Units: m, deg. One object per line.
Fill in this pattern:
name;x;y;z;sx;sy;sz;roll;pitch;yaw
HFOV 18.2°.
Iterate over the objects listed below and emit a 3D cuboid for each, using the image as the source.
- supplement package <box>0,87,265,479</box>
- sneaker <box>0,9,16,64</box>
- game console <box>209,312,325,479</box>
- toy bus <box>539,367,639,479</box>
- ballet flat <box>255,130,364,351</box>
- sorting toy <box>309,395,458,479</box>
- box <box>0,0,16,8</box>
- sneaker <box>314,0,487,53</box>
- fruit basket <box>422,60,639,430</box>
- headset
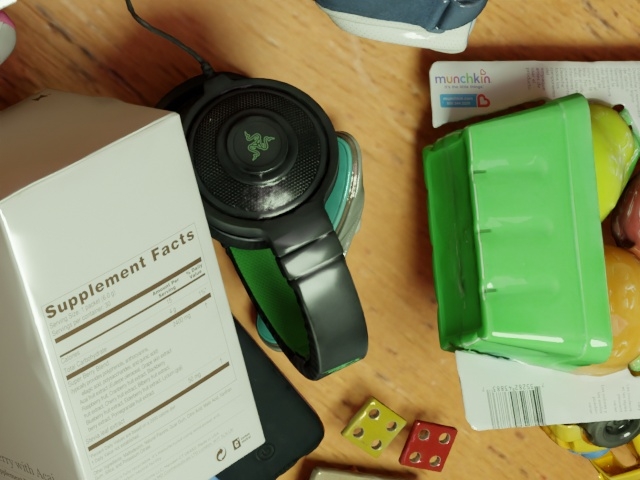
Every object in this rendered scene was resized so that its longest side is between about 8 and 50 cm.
supplement package;-0.191;0.054;1.554;0.175;0.177;0.293;-30;118;-34
sneaker;-0.322;-0.080;1.604;0.252;0.103;0.111;-47;126;10
game console;-0.224;0.190;1.778;0.386;0.060;0.342;-39;120;-1
toy bus;0.304;0.162;1.941;0.220;0.149;0.211;-18;134;-11
ballet flat;0.000;0.000;1.788;0.068;0.072;0.213;-2;117;-51
sorting toy;0.031;0.269;1.920;0.132;0.046;0.275;11;109;-25
box;-0.306;-0.218;1.547;0.102;0.087;0.101;-26;120;-9
sneaker;0.138;-0.259;1.639;0.322;0.130;0.236;-12;150;7
fruit basket;0.267;-0.002;1.793;0.353;0.165;0.327;-2;82;-27
headset;-0.044;-0.082;1.635;0.185;0.243;0.394;-27;103;-11
